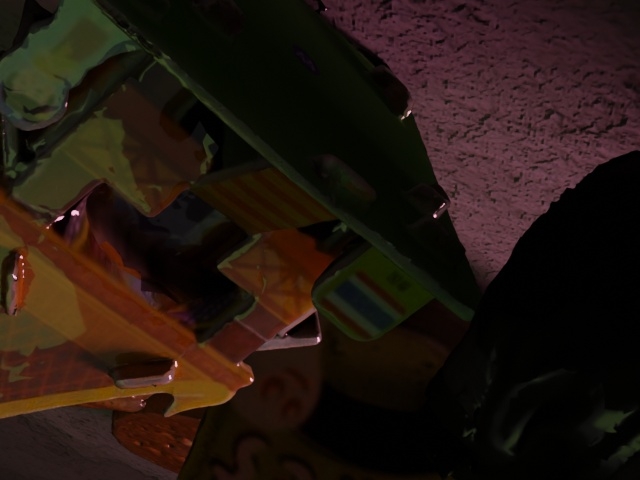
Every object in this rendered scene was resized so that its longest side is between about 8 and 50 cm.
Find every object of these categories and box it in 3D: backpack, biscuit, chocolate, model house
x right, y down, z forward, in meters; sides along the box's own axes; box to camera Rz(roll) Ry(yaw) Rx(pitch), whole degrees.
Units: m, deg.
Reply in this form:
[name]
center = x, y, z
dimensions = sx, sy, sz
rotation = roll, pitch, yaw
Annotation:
[backpack]
center = 0.270, 0.065, 0.531
dimensions = 0.446, 0.254, 0.363
rotation = -10, 152, -10
[biscuit]
center = -0.111, 0.286, 1.525
dimensions = 0.365, 0.062, 0.385
rotation = 31, 153, -23
[chocolate]
center = 0.043, 0.172, 0.929
dimensions = 0.301, 0.288, 0.137
rotation = 17, 157, 10
[model house]
center = -0.145, -0.036, 0.594
dimensions = 0.313, 0.242, 0.358
rotation = -39, 125, 17

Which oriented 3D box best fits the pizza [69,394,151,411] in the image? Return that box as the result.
[pizza]
center = -0.373, 0.152, 1.388
dimensions = 0.258, 0.087, 0.268
rotation = 19, 166, -37
